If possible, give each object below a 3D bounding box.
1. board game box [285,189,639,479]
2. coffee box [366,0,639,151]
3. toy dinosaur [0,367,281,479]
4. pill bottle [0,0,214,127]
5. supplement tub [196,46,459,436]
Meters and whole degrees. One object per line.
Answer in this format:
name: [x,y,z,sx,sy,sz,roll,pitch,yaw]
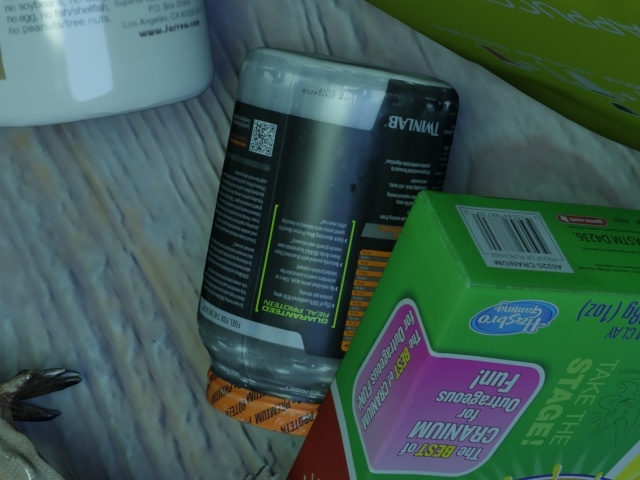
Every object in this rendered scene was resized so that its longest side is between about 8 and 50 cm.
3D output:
board game box: [0.110,0.122,0.775,0.242,0.064,0.316,4,130,-24]
coffee box: [0.206,-0.205,0.641,0.338,0.337,0.334,25,94,-37]
toy dinosaur: [-0.132,0.177,0.771,0.127,0.200,0.295,-28,128,-39]
pill bottle: [-0.128,-0.176,0.711,0.131,0.131,0.229,-10,103,-13]
supplement tub: [0.000,0.000,0.787,0.117,0.117,0.190,9,99,-16]
